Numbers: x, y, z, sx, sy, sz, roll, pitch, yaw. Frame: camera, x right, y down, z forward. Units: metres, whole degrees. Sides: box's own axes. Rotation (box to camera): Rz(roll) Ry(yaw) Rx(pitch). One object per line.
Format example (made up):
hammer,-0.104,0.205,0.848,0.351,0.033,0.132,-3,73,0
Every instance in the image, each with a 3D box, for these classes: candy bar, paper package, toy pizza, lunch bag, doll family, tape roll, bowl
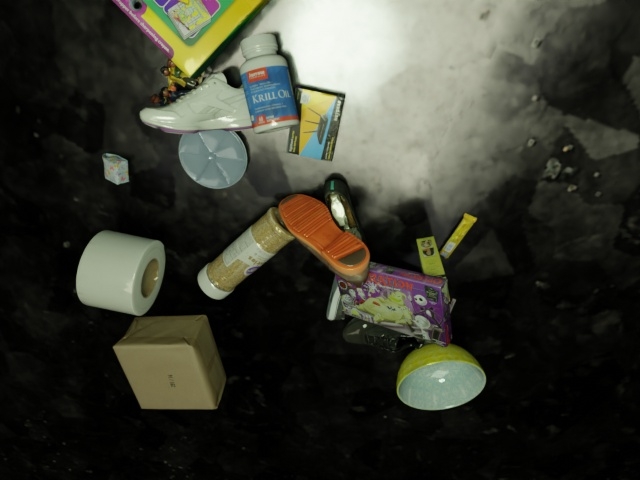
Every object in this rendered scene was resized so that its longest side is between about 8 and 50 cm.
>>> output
candy bar,0.414,-0.010,1.308,0.040,0.018,0.161,26,118,-4
paper package,-0.541,0.453,1.579,0.309,0.168,0.325,-4,119,8
toy pizza,-0.311,-0.248,1.250,0.201,0.032,0.201,2,118,3
lunch bag,-0.618,-0.218,1.288,0.083,0.053,0.071,23,122,23
doll family,-0.386,-0.406,1.147,0.111,0.076,0.193,16,117,-22
tape roll,-0.617,0.102,1.353,0.169,0.246,0.246,12,119,0
bowl,0.392,0.431,1.460,0.289,0.156,0.289,-1,130,-2

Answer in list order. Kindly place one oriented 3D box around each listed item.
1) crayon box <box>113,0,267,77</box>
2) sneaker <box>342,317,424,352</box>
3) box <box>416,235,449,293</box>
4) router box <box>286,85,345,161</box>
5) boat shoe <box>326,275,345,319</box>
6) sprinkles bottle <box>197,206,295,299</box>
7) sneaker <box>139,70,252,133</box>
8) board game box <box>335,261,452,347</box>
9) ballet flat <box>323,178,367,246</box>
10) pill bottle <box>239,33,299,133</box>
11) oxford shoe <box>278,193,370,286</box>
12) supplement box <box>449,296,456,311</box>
crayon box,-0.322,-0.619,0.975,0.313,0.106,0.363,-43,107,9
sneaker,0.214,0.316,1.444,0.286,0.130,0.109,-9,119,12
box,0.323,0.081,1.245,0.058,0.232,0.087,-11,116,11
router box,-0.014,-0.317,1.172,0.133,0.046,0.179,12,119,1
boat shoe,0.078,0.176,1.415,0.076,0.080,0.228,8,119,-8
sprinkles bottle,-0.234,0.045,1.350,0.355,0.121,0.121,-39,108,23
sneaker,-0.311,-0.355,1.111,0.305,0.114,0.152,-13,113,-27
board game box,0.198,0.165,1.223,0.347,0.056,0.208,11,124,39
ballet flat,0.067,-0.045,1.283,0.095,0.096,0.280,-16,116,14
pill bottle,-0.134,-0.392,1.087,0.124,0.124,0.221,-11,101,12
oxford shoe,0.000,0.000,1.218,0.130,0.364,0.133,-32,143,-15
supplement box,0.294,0.199,1.376,0.239,0.073,0.130,22,89,-6
